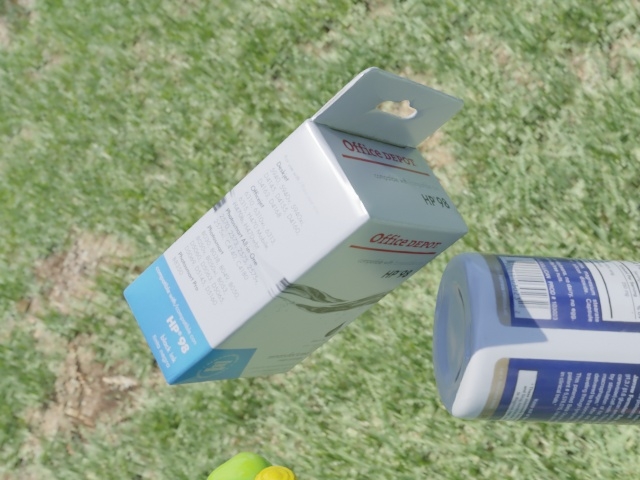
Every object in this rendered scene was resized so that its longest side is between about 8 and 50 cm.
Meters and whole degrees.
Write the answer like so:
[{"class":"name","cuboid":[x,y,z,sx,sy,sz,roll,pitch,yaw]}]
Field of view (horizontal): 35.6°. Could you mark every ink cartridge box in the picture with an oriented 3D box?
[{"class":"ink cartridge box","cuboid":[0.000,0.000,0.507,0.180,0.104,0.060,-40,66,26]}]

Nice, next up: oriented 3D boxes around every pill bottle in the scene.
[{"class":"pill bottle","cuboid":[0.156,0.057,0.568,0.094,0.169,0.094,-176,90,-83]}]

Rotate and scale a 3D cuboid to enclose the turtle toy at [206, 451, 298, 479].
[{"class":"turtle toy","cuboid":[-0.046,0.162,0.527,0.066,0.095,0.130,8,26,15]}]
